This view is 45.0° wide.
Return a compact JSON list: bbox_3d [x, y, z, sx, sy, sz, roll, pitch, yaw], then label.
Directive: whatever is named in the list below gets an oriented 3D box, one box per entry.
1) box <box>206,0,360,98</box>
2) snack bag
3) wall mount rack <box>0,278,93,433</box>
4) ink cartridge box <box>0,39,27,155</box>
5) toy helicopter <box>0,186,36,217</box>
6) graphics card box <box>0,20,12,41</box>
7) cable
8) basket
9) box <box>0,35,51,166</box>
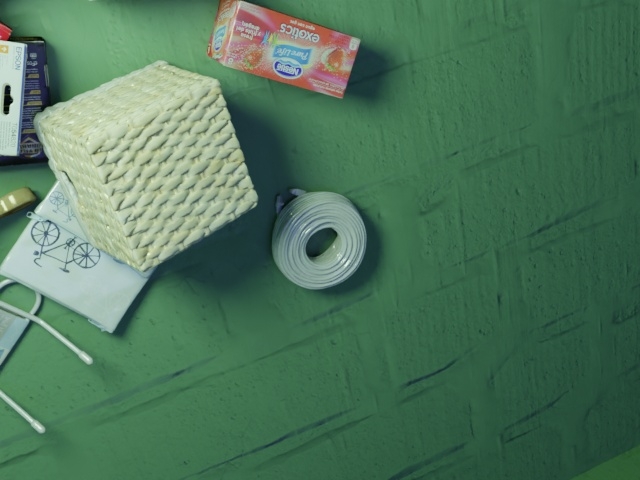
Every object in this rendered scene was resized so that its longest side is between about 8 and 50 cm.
[{"bbox_3d":[-0.085,-0.434,1.733,0.299,0.154,0.142,10,107,-28],"label":"box"},{"bbox_3d":[-0.518,0.010,1.773,0.323,0.037,0.343,36,87,-32],"label":"snack bag"},{"bbox_3d":[-0.714,0.273,1.761,0.304,0.130,0.350,33,96,-31],"label":"wall mount rack"},{"bbox_3d":[-0.664,-0.271,1.415,0.223,0.045,0.224,3,110,-28],"label":"ink cartridge box"},{"bbox_3d":[-0.761,-0.018,1.603,0.355,0.235,0.140,-31,93,-34],"label":"toy helicopter"},{"bbox_3d":[-0.773,-0.302,1.433,0.232,0.094,0.371,30,95,-30],"label":"graphics card box"},{"bbox_3d":[0.000,0.000,1.982,0.257,0.089,0.257,1,110,-24],"label":"cable"},{"bbox_3d":[-0.358,-0.160,1.618,0.331,0.266,0.329,-32,122,-26],"label":"basket"},{"bbox_3d":[-0.714,-0.278,1.566,0.321,0.079,0.257,-7,115,-20],"label":"box"}]
